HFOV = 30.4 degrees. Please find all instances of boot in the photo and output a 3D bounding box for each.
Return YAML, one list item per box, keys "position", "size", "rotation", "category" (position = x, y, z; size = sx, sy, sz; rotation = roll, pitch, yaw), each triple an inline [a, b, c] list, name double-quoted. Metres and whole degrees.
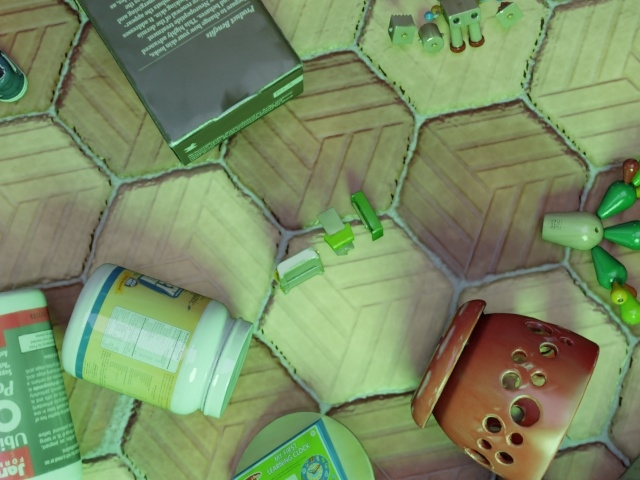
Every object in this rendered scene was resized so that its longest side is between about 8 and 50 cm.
- position: [-0.456, -0.251, 1.491]
  size: [0.190, 0.086, 0.069]
  rotation: [35, 85, 4]
  category: "boot"

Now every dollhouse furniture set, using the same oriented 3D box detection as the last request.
- position: [0.000, 0.000, 1.471]
  size: [0.152, 0.076, 0.058]
  rotation: [-29, 71, -5]
  category: "dollhouse furniture set"

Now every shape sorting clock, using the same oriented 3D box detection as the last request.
- position: [-0.023, 0.308, 1.407]
  size: [0.206, 0.040, 0.206]
  rotation: [-8, 74, 30]
  category: "shape sorting clock"

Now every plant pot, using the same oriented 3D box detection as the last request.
- position: [0.213, 0.170, 1.390]
  size: [0.174, 0.191, 0.191]
  rotation: [28, 84, 9]
  category: "plant pot"

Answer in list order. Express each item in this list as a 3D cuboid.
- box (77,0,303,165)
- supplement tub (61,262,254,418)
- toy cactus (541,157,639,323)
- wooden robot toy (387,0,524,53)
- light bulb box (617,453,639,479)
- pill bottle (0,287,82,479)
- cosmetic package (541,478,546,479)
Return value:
- position: [-0.198, -0.307, 1.473]
  size: [0.191, 0.143, 0.381]
  rotation: [-32, 82, -4]
  category: "box"
- position: [-0.194, 0.123, 1.417]
  size: [0.200, 0.144, 0.144]
  rotation: [19, 84, 2]
  category: "supplement tub"
- position: [0.366, -0.004, 1.460]
  size: [0.181, 0.112, 0.218]
  rotation: [6, 92, 11]
  category: "toy cactus"
- position: [0.168, -0.292, 1.516]
  size: [0.173, 0.076, 0.079]
  rotation: [-15, 48, -1]
  category: "wooden robot toy"
- position: [0.538, 0.353, 1.346]
  size: [0.358, 0.225, 0.361]
  rotation: [41, 84, 4]
  category: "light bulb box"
- position: [-0.380, 0.226, 1.386]
  size: [0.176, 0.176, 0.318]
  rotation: [-13, 87, -1]
  category: "pill bottle"
- position: [0.167, 0.340, 1.413]
  size: [0.239, 0.099, 0.060]
  rotation: [-10, 83, 0]
  category: "cosmetic package"
